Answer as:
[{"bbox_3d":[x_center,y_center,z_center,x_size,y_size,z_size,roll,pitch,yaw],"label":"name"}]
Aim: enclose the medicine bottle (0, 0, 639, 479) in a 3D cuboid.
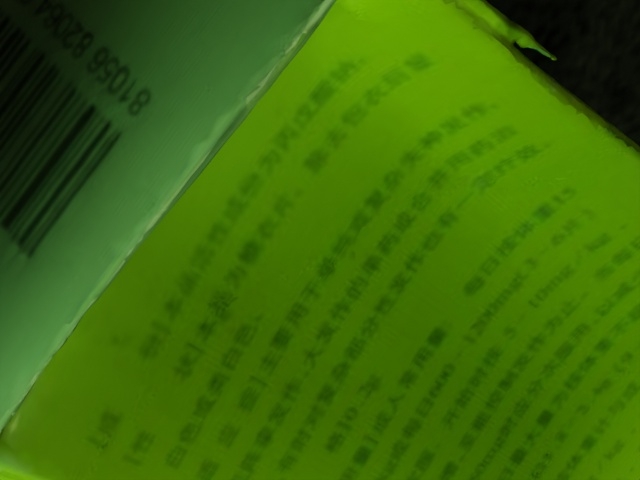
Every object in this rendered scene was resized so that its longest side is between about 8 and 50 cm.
[{"bbox_3d":[0.000,0.000,0.482,0.141,0.137,0.250,-51,139,7],"label":"medicine bottle"}]
